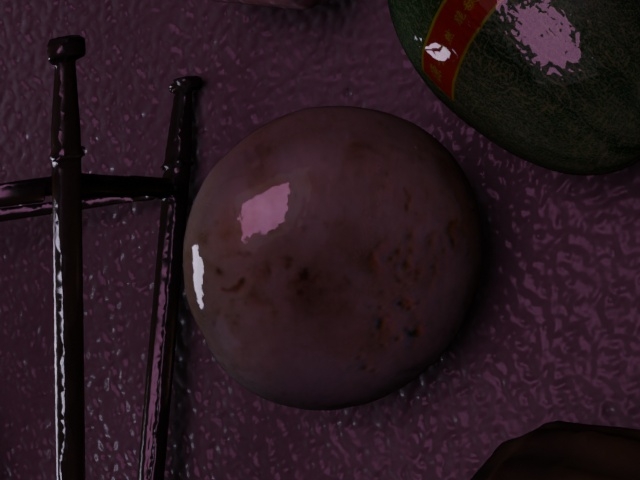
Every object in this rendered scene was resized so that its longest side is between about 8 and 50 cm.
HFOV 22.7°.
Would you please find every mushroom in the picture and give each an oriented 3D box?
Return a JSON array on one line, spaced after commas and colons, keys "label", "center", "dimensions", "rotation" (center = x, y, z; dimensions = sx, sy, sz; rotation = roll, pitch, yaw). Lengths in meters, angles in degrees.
[{"label": "mushroom", "center": [0.000, 0.000, 1.250], "dimensions": [0.243, 0.243, 0.243], "rotation": [-4, 81, 28]}]

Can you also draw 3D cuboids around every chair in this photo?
[{"label": "chair", "center": [-0.277, 0.084, 1.279], "dimensions": [0.365, 0.362, 0.410], "rotation": [-9, 90, 9]}]

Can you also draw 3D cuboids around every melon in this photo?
[{"label": "melon", "center": [0.153, -0.168, 1.188], "dimensions": [0.288, 0.182, 0.182], "rotation": [44, 104, 29]}]

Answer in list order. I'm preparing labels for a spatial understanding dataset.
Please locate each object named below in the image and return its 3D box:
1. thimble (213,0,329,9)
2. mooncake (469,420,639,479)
[{"label": "thimble", "center": [-0.038, -0.286, 1.316], "dimensions": [0.125, 0.163, 0.189], "rotation": [13, 95, 28]}, {"label": "mooncake", "center": [0.174, 0.263, 1.053], "dimensions": [0.161, 0.290, 0.290], "rotation": [11, 88, 31]}]
